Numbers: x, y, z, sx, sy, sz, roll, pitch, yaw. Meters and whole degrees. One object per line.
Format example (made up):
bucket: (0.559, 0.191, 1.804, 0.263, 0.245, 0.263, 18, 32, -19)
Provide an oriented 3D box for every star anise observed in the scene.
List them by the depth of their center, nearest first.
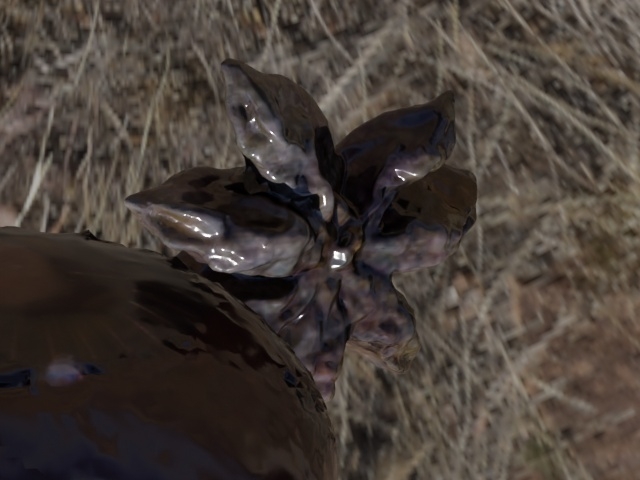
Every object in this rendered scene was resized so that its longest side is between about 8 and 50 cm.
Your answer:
star anise: (-0.009, 0.014, 0.897, 0.212, 0.073, 0.197, 3, 114, -42)

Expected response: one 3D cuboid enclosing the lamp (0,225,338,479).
lamp: (-0.073, 0.071, 0.442, 0.157, 0.156, 0.135, -6, 110, -29)
